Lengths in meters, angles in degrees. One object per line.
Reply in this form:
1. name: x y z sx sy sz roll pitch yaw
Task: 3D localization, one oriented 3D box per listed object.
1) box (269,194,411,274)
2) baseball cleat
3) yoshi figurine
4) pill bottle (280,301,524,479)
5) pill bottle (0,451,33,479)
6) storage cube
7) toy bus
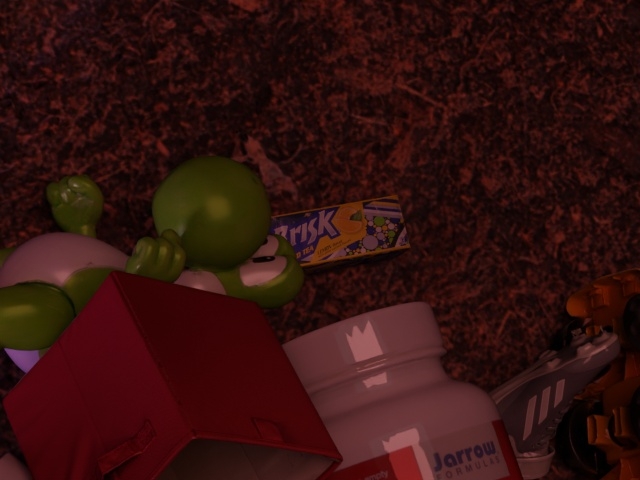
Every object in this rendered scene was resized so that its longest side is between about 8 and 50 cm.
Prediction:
1. box: 0.000 0.000 1.830 0.169 0.054 0.059 -10 78 -20
2. baseball cleat: 0.225 0.170 1.809 0.206 0.072 0.109 -31 95 21
3. yoshi figurine: -0.194 0.008 1.679 0.362 0.203 0.203 -8 71 -15
4. pill bottle: 0.088 0.275 1.684 0.229 0.229 0.407 -16 80 -20
5. pill bottle: -0.219 0.331 1.612 0.283 0.160 0.160 42 67 -2
6. storage cube: -0.133 0.165 1.593 0.215 0.183 0.193 15 35 -45
7. toy bus: 0.364 0.153 1.860 0.211 0.149 0.220 7 70 -29
